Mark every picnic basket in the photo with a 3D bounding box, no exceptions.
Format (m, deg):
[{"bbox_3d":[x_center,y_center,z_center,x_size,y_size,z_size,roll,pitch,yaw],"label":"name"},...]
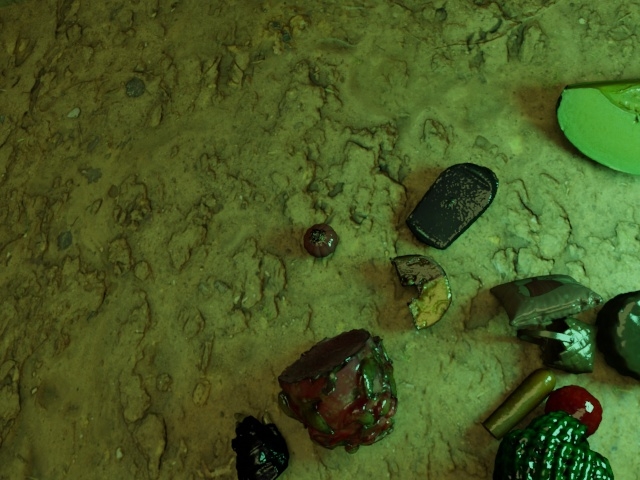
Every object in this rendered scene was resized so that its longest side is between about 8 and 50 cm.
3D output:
[{"bbox_3d":[0.592,0.252,1.215,0.178,0.128,0.138,15,71,7],"label":"picnic basket"}]

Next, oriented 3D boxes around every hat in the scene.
[{"bbox_3d":[0.530,0.467,1.085,0.242,0.274,0.332,27,59,10],"label":"hat"}]

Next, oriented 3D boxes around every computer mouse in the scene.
[{"bbox_3d":[0.394,-0.103,1.428,0.295,0.087,0.168,-48,63,5],"label":"computer mouse"}]

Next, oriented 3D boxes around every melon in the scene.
[{"bbox_3d":[0.865,-0.363,1.360,0.343,0.226,0.331,21,87,33],"label":"melon"}]

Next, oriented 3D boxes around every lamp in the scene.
[{"bbox_3d":[0.000,0.000,1.466,0.107,0.092,0.108,-4,68,10],"label":"lamp"}]

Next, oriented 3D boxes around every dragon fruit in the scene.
[{"bbox_3d":[0.056,0.407,1.215,0.296,0.314,0.263,-24,93,31],"label":"dragon fruit"}]

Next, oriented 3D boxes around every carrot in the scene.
[{"bbox_3d":[0.506,0.407,1.210,0.225,0.067,0.067,-41,66,-3],"label":"carrot"}]

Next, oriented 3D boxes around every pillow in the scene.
[{"bbox_3d":[0.566,0.146,1.228,0.223,0.236,0.084,-12,99,12],"label":"pillow"}]

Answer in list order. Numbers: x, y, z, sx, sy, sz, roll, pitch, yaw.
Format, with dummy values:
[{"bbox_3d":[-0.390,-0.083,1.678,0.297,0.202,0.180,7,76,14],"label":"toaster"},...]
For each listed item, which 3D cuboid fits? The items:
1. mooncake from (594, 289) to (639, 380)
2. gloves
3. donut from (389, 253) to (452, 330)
[{"bbox_3d":[0.797,0.231,1.171,0.228,0.124,0.228,0,85,1],"label":"mooncake"},{"bbox_3d":[-0.177,0.550,1.285,0.164,0.124,0.203,-37,70,-26],"label":"gloves"},{"bbox_3d":[0.290,0.143,1.350,0.141,0.085,0.217,-14,67,6],"label":"donut"}]
